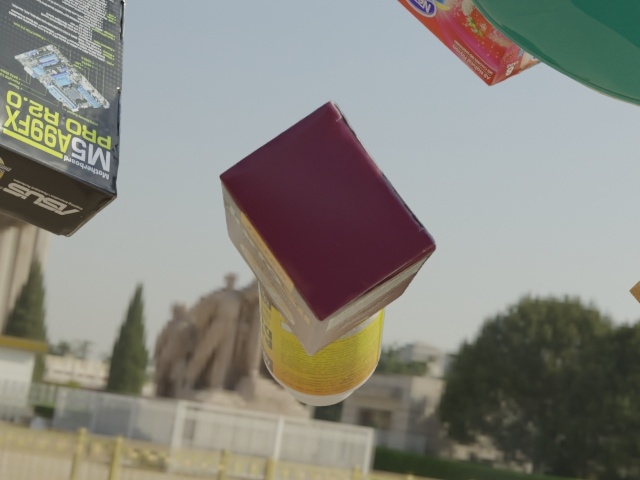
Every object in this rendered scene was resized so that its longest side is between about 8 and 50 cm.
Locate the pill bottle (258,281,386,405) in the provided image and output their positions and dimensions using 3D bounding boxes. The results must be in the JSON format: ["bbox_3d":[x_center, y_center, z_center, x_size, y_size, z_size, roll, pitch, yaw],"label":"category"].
[{"bbox_3d":[0.002,0.071,1.230,0.117,0.117,0.215,8,-34,4],"label":"pill bottle"}]

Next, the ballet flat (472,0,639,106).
[{"bbox_3d":[0.267,-0.143,0.831,0.400,0.139,0.139,29,8,42],"label":"ballet flat"}]

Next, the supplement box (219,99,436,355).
[{"bbox_3d":[0.000,0.000,0.810,0.081,0.104,0.188,-34,-8,-8],"label":"supplement box"}]

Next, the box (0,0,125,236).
[{"bbox_3d":[-0.244,-0.147,0.795,0.270,0.216,0.060,25,-43,-36],"label":"box"}]

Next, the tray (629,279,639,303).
[{"bbox_3d":[0.491,0.141,1.214,0.076,0.411,0.203,-30,-16,-31],"label":"tray"}]

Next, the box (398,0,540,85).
[{"bbox_3d":[0.156,-0.306,1.422,0.123,0.257,0.128,-28,-26,-32],"label":"box"}]
